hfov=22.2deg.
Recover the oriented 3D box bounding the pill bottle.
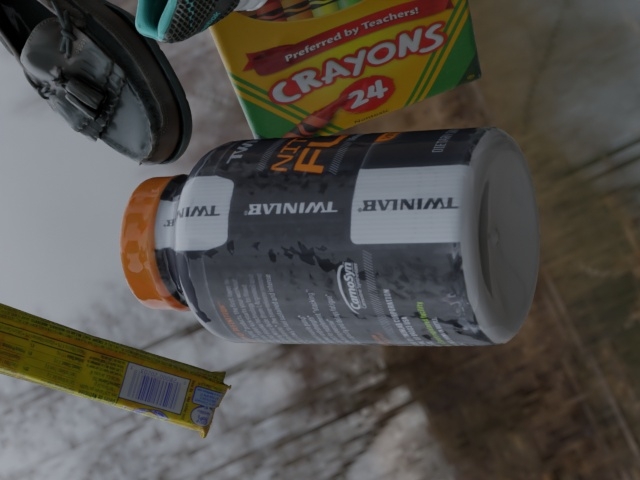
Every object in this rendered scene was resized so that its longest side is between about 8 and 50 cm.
[{"bbox_3d":[0.000,0.000,1.004,0.130,0.246,0.130,6,-96,-64],"label":"pill bottle"}]

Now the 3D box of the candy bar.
[{"bbox_3d":[-0.120,0.066,0.849,0.161,0.040,0.018,20,174,-24],"label":"candy bar"}]

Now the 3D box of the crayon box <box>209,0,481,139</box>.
[{"bbox_3d":[0.006,-0.202,1.264,0.318,0.202,0.081,67,-177,-61],"label":"crayon box"}]

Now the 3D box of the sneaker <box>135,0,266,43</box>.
[{"bbox_3d":[-0.083,-0.165,0.783,0.065,0.076,0.166,21,145,51],"label":"sneaker"}]

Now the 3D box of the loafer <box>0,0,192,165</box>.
[{"bbox_3d":[-0.199,-0.147,1.162,0.084,0.096,0.267,-19,-120,-44],"label":"loafer"}]
